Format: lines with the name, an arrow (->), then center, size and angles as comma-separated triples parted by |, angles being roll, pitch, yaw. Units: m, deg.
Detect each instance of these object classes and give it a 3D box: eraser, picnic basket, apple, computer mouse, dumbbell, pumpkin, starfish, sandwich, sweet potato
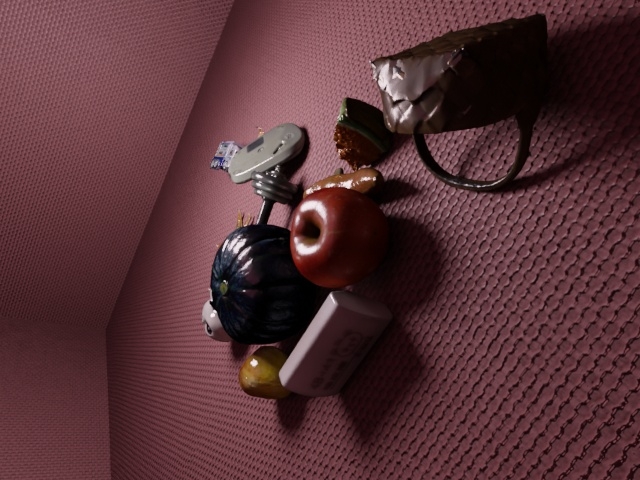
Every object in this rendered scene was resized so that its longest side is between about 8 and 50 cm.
eraser -> 0.035, 0.254, 1.067 | 0.270, 0.174, 0.094 | -58, 34, 21
picnic basket -> 0.290, -0.244, 0.878 | 0.293, 0.338, 0.336 | 20, 93, 50
apple -> 0.048, -0.005, 1.121 | 0.261, 0.217, 0.260 | -17, 67, 47
computer mouse -> -0.201, -0.321, 1.669 | 0.331, 0.095, 0.197 | -24, 45, 20
dumbbell -> -0.204, -0.071, 1.556 | 0.179, 0.179, 0.405 | 21, 93, 57
pumpkin -> -0.169, 0.128, 1.313 | 0.364, 0.266, 0.362 | -7, 82, 53
starfish -> -0.364, -0.031, 1.892 | 0.247, 0.050, 0.138 | -53, 37, 16
sandwich -> 0.096, -0.296, 1.218 | 0.160, 0.185, 0.109 | -34, 42, 40
sweet potato -> 0.079, -0.145, 1.241 | 0.355, 0.106, 0.095 | -4, 92, 56

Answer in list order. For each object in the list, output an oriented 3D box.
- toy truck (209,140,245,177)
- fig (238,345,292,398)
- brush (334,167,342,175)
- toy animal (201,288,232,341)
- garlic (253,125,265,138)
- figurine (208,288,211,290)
toy truck -> -0.397, -0.374, 2.019 | 0.268, 0.125, 0.155 | 20, 88, 58
fig -> -0.113, 0.398, 1.277 | 0.257, 0.159, 0.159 | 4, 79, 36
brush -> 0.057, -0.144, 1.350 | 0.034, 0.028, 0.190 | -31, 44, 40
toy animal -> -0.346, 0.257, 1.625 | 0.234, 0.165, 0.187 | -65, 22, 12
garlic -> -0.250, -0.342, 1.807 | 0.128, 0.115, 0.206 | 31, 92, 22
figurine -> -0.366, 0.150, 1.787 | 0.123, 0.121, 0.175 | 4, 68, 28
